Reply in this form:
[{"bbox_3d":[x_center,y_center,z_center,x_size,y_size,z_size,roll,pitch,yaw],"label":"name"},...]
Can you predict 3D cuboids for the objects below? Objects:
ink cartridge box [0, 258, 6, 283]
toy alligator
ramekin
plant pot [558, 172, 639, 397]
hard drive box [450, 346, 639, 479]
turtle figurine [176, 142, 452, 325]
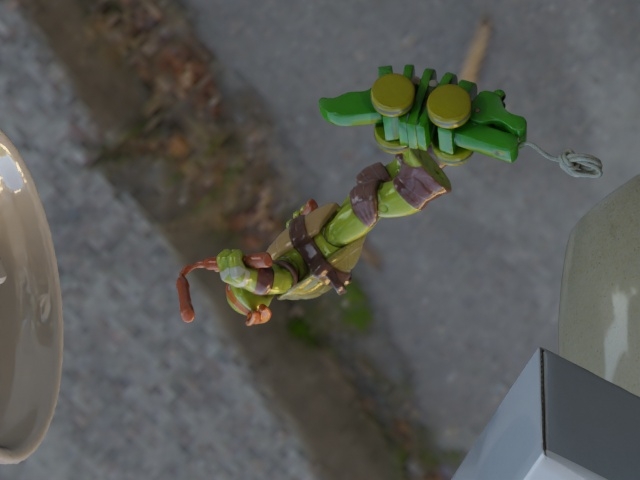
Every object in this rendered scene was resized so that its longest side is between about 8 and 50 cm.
[{"bbox_3d":[-0.395,-0.096,1.176,0.285,0.166,0.395,-25,83,28],"label":"ink cartridge box"},{"bbox_3d":[0.094,-0.082,1.286,0.190,0.051,0.056,12,153,13],"label":"toy alligator"},{"bbox_3d":[-0.316,0.045,1.589,0.135,0.277,0.277,-7,132,13],"label":"ramekin"},{"bbox_3d":[0.271,0.044,1.341,0.191,0.284,0.284,60,153,15],"label":"plant pot"},{"bbox_3d":[0.142,0.179,0.791,0.232,0.089,0.181,27,114,-6],"label":"hard drive box"},{"bbox_3d":[0.000,0.000,1.516,0.217,0.269,0.087,-37,87,16],"label":"turtle figurine"}]
